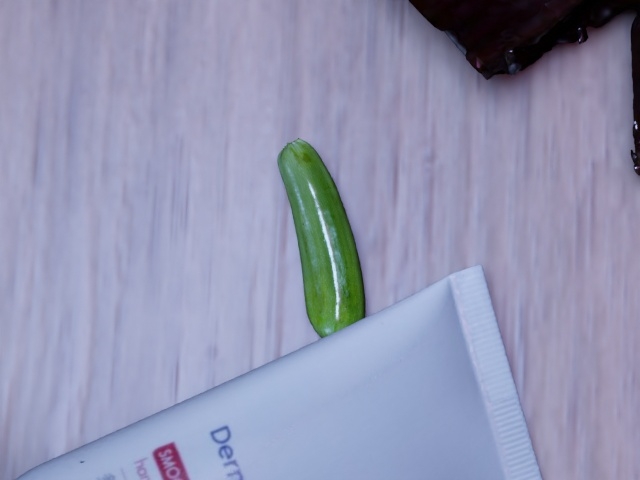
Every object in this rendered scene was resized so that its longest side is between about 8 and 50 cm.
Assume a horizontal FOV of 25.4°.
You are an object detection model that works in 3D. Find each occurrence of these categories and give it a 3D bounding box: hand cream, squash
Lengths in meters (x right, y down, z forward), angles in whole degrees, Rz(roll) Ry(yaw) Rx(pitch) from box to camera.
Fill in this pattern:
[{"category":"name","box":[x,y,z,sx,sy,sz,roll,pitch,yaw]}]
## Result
[{"category":"hand cream","box":[-0.028,0.112,0.564,0.248,0.083,0.133,-19,96,-9]},{"category":"squash","box":[0.001,0.000,0.598,0.027,0.027,0.089,-11,84,-2]}]

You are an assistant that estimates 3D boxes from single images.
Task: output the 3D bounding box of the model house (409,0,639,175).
[{"category":"model house","box":[0.135,-0.118,0.558,0.203,0.141,0.164,40,74,1]}]
